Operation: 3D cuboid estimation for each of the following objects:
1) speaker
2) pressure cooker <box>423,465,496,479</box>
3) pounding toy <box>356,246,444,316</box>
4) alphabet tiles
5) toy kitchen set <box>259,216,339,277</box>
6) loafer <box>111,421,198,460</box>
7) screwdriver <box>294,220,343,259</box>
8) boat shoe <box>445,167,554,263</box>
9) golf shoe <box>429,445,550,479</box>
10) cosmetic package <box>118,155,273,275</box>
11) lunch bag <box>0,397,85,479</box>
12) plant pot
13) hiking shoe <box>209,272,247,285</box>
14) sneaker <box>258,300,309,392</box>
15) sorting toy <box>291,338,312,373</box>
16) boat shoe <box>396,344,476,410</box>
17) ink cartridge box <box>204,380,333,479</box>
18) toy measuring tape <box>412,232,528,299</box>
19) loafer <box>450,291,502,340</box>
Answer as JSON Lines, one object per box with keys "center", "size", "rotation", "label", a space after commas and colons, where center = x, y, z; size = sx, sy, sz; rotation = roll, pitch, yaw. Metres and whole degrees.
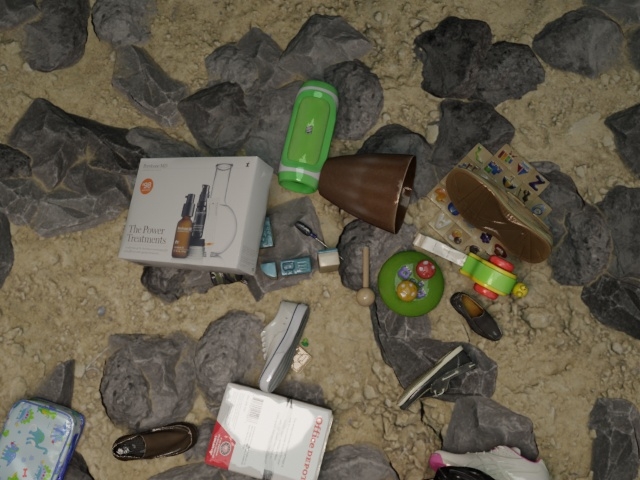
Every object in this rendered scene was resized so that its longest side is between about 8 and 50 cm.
{"center": [-0.032, -0.287, 1.494], "size": [0.131, 0.131, 0.296], "rotation": [12, 78, 1], "label": "speaker"}
{"center": [0.326, 0.713, 1.126], "size": [0.370, 0.375, 0.420], "rotation": [22, 106, 24], "label": "pressure cooker"}
{"center": [0.222, 0.105, 1.427], "size": [0.237, 0.110, 0.182], "rotation": [9, 78, 0], "label": "pounding toy"}
{"center": [0.481, -0.107, 1.527], "size": [0.285, 0.011, 0.342], "rotation": [44, 81, 7], "label": "alphabet tiles"}
{"center": [-0.065, 0.008, 1.434], "size": [0.207, 0.122, 0.166], "rotation": [-8, 79, -3], "label": "toy kitchen set"}
{"center": [-0.418, 0.515, 1.344], "size": [0.220, 0.078, 0.080], "rotation": [-13, 79, -4], "label": "loafer"}
{"center": [0.000, 0.000, 1.492], "size": [0.170, 0.024, 0.025], "rotation": [34, 51, -1], "label": "screwdriver"}
{"center": [0.490, -0.080, 1.470], "size": [0.341, 0.121, 0.110], "rotation": [44, 44, 4], "label": "boat shoe"}
{"center": [0.429, 0.576, 1.352], "size": [0.306, 0.115, 0.140], "rotation": [19, 53, 6], "label": "golf shoe"}
{"center": [-0.325, -0.069, 1.386], "size": [0.377, 0.097, 0.284], "rotation": [3, 75, 25], "label": "cosmetic package"}
{"center": [-0.702, 0.516, 1.331], "size": [0.176, 0.090, 0.218], "rotation": [16, 79, 3], "label": "lunch bag"}
{"center": [0.118, -0.147, 1.443], "size": [0.231, 0.215, 0.215], "rotation": [15, 78, 15], "label": "plant pot"}
{"center": [-0.245, 0.010, 1.460], "size": [0.114, 0.086, 0.226], "rotation": [1, 84, -14], "label": "hiking shoe"}
{"center": [-0.112, 0.268, 1.378], "size": [0.091, 0.094, 0.258], "rotation": [12, 49, 17], "label": "sneaker"}
{"center": [-0.053, 0.304, 1.429], "size": [0.062, 0.012, 0.083], "rotation": [40, 84, 11], "label": "sorting toy"}
{"center": [0.299, 0.369, 1.388], "size": [0.233, 0.084, 0.079], "rotation": [-35, 81, -11], "label": "boat shoe"}
{"center": [-0.122, 0.484, 1.339], "size": [0.273, 0.114, 0.196], "rotation": [15, 78, 3], "label": "ink cartridge box"}
{"center": [0.405, 0.070, 1.430], "size": [0.330, 0.121, 0.121], "rotation": [27, 79, 2], "label": "toy measuring tape"}
{"center": [0.422, 0.205, 1.435], "size": [0.170, 0.061, 0.062], "rotation": [41, 79, 6], "label": "loafer"}
